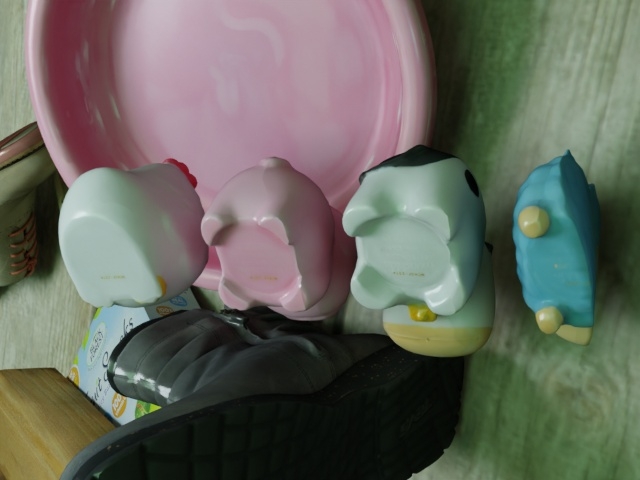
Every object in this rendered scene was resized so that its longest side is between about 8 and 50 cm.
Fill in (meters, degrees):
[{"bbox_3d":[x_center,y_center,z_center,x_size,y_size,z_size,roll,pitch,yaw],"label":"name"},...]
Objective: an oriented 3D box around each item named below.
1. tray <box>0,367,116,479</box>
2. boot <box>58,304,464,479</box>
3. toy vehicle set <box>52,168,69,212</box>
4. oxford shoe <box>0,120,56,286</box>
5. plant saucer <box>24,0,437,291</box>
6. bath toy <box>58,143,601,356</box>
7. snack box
[{"bbox_3d":[-0.207,0.263,0.710,0.411,0.076,0.202,17,101,56],"label":"tray"},{"bbox_3d":[-0.076,0.117,0.567,0.223,0.338,0.118,13,100,37],"label":"boot"},{"bbox_3d":[-0.227,-0.108,0.890,0.166,0.035,0.266,-24,75,39],"label":"toy vehicle set"},{"bbox_3d":[-0.351,-0.026,0.953,0.130,0.123,0.348,51,141,-9],"label":"oxford shoe"},{"bbox_3d":[-0.068,-0.123,0.655,0.332,0.084,0.332,8,113,20],"label":"plant saucer"},{"bbox_3d":[0.000,0.000,0.557,0.348,0.129,0.151,3,123,19],"label":"bath toy"},{"bbox_3d":[-0.160,0.146,0.788,0.174,0.070,0.207,-61,41,23],"label":"snack box"}]
